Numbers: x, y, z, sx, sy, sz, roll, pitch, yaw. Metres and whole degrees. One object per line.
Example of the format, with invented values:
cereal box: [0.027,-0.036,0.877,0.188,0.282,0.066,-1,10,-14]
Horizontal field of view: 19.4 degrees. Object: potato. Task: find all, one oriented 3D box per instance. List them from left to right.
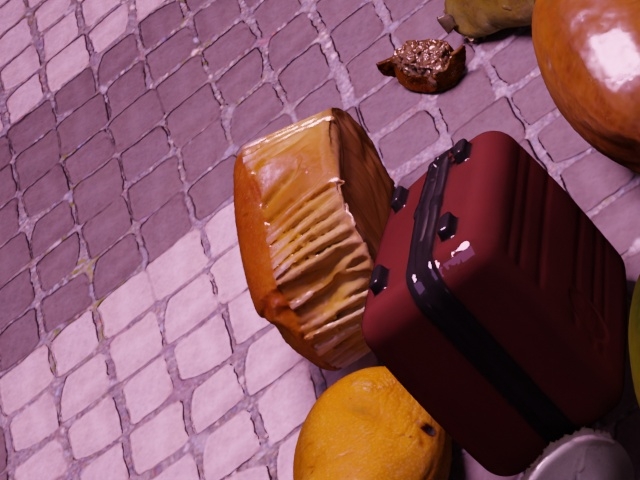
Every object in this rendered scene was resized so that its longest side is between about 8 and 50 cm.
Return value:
potato: [0.230,-0.295,2.151,0.225,0.090,0.117,-16,52,44]

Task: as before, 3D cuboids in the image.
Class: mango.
mango: [0.044,0.223,1.803,0.157,0.109,0.262,7,39,18]

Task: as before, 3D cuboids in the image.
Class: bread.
bread: [0.000,0.000,2.003,0.156,0.204,0.288,-29,44,15]

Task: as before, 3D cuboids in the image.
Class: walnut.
walnut: [0.321,-0.171,1.857,0.209,0.209,0.336,-31,38,19]

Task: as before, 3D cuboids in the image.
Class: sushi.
sushi: [0.124,-0.210,2.204,0.120,0.055,0.052,15,61,48]

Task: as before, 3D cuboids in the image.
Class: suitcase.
suitcase: [0.165,0.053,1.720,0.161,0.236,0.297,-38,14,22]

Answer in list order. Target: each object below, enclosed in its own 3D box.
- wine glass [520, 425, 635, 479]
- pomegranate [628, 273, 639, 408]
wine glass: [0.294,0.276,1.512,0.143,0.143,0.321,-50,39,-6]
pomegranate: [0.411,0.057,1.526,0.358,0.216,0.310,-5,44,40]
